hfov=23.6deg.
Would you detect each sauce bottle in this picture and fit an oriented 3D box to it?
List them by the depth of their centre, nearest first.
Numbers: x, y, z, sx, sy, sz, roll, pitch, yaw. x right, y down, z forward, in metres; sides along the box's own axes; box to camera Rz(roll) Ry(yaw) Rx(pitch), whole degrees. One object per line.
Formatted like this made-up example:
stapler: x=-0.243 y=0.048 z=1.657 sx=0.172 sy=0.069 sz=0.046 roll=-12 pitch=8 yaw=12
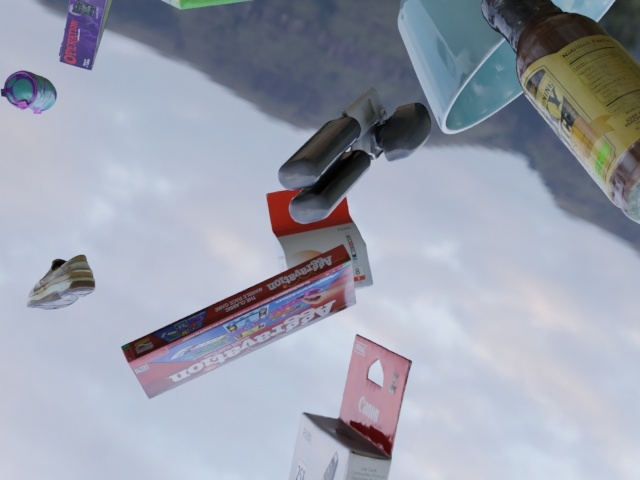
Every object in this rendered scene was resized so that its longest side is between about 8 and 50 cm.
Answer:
sauce bottle: x=0.273 y=-0.157 z=1.571 sx=0.111 sy=0.111 sz=0.344 roll=10 pitch=-147 yaw=-35

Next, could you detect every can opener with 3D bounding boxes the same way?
can opener: x=0.045 y=-0.102 z=1.660 sx=0.095 sy=0.076 sz=0.283 roll=-12 pitch=-163 yaw=23

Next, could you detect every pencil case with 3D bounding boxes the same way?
pencil case: x=-0.512 y=-0.261 z=2.708 sx=0.064 sy=0.070 sz=0.152 roll=4 pitch=-177 yaw=4

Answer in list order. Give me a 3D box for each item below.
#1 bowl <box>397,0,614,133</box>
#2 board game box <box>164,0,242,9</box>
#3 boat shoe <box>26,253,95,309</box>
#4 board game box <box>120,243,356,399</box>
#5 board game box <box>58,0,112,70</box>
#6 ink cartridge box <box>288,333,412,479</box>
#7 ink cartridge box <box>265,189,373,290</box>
bowl: x=0.216 y=-0.295 z=1.883 sx=0.163 sy=0.311 sz=0.311 roll=50 pitch=-155 yaw=12
board game box: x=-0.151 y=-0.410 z=2.390 sx=0.213 sy=0.046 sz=0.317 roll=-11 pitch=-163 yaw=-14
boat shoe: x=-0.423 y=0.065 z=2.506 sx=0.068 sy=0.072 sz=0.190 roll=4 pitch=164 yaw=-40
board game box: x=-0.091 y=0.099 z=1.815 sx=0.145 sy=0.281 sz=0.027 roll=81 pitch=163 yaw=-68
board game box: x=-0.243 y=-0.398 z=1.841 sx=0.056 sy=0.208 sz=0.347 roll=17 pitch=-127 yaw=-10
ink cartridge box: x=0.029 y=0.242 z=1.883 sx=0.060 sy=0.239 sz=0.275 roll=10 pitch=-179 yaw=-13
ink cartridge box: x=0.000 y=0.000 z=2.442 sx=0.145 sy=0.179 sz=0.045 roll=-11 pitch=-176 yaw=-24
